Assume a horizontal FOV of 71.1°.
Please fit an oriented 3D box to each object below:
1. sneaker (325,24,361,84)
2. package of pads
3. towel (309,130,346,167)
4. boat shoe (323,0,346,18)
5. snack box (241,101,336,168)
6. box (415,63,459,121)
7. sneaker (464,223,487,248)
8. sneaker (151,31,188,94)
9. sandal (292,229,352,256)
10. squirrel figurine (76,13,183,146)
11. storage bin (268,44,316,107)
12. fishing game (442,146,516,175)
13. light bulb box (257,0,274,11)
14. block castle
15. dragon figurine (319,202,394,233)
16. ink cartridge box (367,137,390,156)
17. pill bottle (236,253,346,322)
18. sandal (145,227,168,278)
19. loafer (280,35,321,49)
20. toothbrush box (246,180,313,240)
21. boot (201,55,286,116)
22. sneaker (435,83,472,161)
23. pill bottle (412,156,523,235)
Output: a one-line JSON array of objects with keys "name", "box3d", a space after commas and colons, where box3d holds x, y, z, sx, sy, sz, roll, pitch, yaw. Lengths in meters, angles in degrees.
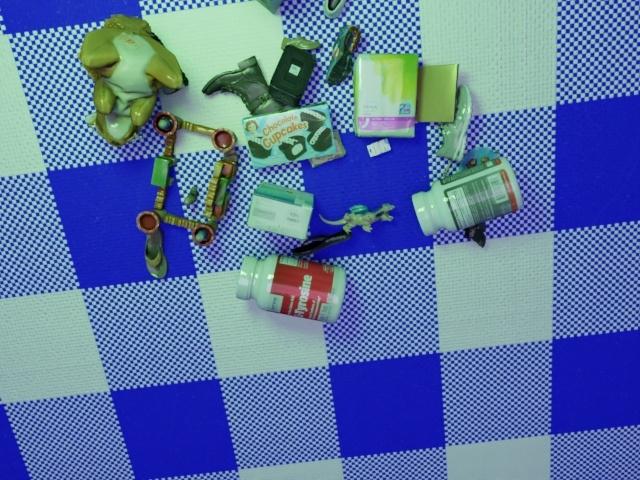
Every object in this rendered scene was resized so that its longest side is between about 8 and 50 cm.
[{"name": "sneaker", "box3d": [0.076, -0.674, 1.631, 0.083, 0.087, 0.221, 8, 123, -33]}, {"name": "package of pads", "box3d": [0.234, -0.532, 1.656, 0.229, 0.101, 0.297, 0, 105, -2]}, {"name": "towel", "box3d": [0.015, -0.357, 1.739, 0.148, 0.027, 0.110, -20, 104, 6]}, {"name": "boat shoe", "box3d": [0.082, -0.909, 1.556, 0.095, 0.084, 0.258, 16, 105, -5]}, {"name": "snack box", "box3d": [-0.114, -0.391, 1.670, 0.321, 0.060, 0.187, -10, 116, 4]}, {"name": "box", "box3d": [0.420, -0.539, 1.652, 0.164, 0.021, 0.201, 10, 108, 31]}, {"name": "sneaker", "box3d": [0.609, -0.046, 1.819, 0.170, 0.051, 0.089, 28, 99, -11]}, {"name": "sneaker", "box3d": [-0.599, -0.655, 1.616, 0.108, 0.100, 0.272, -30, 104, 13]}, {"name": "sandal", "box3d": [0.000, 0.000, 1.809, 0.254, 0.097, 0.055, -22, 106, -6]}, {"name": "squirrel figurine", "box3d": [-0.661, -0.523, 1.504, 0.280, 0.397, 0.370, -2, 146, -32]}, {"name": "storage bin", "box3d": [-0.101, -0.588, 1.606, 0.122, 0.084, 0.180, 23, 78, -8]}, {"name": "fishing game", "box3d": [0.633, -0.273, 1.763, 0.264, 0.041, 0.189, 27, 106, -8]}, {"name": "light bulb box", "box3d": [-0.139, -0.963, 1.399, 0.225, 0.358, 0.361, 37, 103, -12]}, {"name": "block castle", "box3d": [-0.491, -0.223, 1.675, 0.302, 0.213, 0.454, 15, 105, -5]}, {"name": "dragon figurine", "box3d": [0.150, -0.091, 1.783, 0.289, 0.144, 0.085, -4, 108, 20]}, {"name": "ink cartridge box", "box3d": [0.225, -0.361, 1.739, 0.083, 0.028, 0.048, -20, 105, 5]}, {"name": "pill bottle", "box3d": [-0.116, 0.183, 1.784, 0.407, 0.229, 0.229, 11, 105, -3]}, {"name": "sandal", "box3d": [-0.675, 0.054, 1.828, 0.089, 0.060, 0.220, 4, 105, -2]}, {"name": "loafer", "box3d": [-0.071, -0.716, 1.623, 0.147, 0.056, 0.050, -2, 112, 0]}, {"name": "toothbrush box", "box3d": [-0.141, -0.117, 1.666, 0.216, 0.295, 0.126, 14, 104, -3]}, {"name": "boot", "box3d": [-0.282, -0.527, 1.661, 0.262, 0.091, 0.229, -23, 113, 13]}, {"name": "sneaker", "box3d": [0.499, -0.441, 1.681, 0.115, 0.105, 0.282, 8, 100, 11]}, {"name": "pill bottle", "box3d": [0.545, -0.156, 1.687, 0.362, 0.210, 0.210, -19, 105, 19]}]
